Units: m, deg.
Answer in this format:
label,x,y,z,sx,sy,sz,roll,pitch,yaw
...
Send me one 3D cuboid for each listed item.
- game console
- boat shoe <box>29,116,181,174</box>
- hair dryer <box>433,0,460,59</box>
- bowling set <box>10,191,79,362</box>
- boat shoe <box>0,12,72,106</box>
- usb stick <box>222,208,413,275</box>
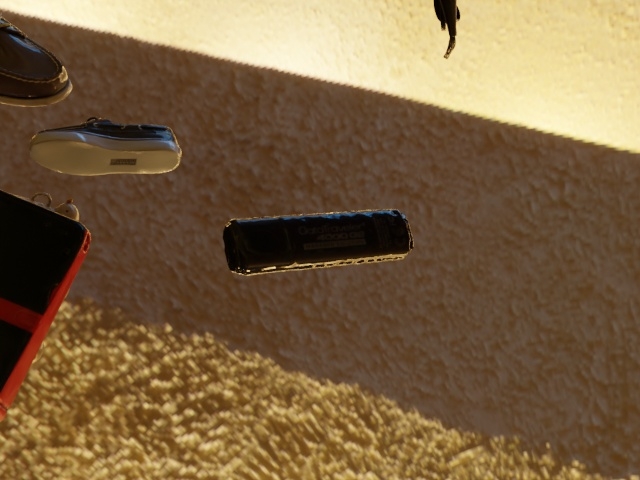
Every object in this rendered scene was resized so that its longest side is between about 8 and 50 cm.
label,x,y,z,sx,sy,sz,roll,pitch,yaw
game console,-0.562,0.062,1.600,0.386,0.060,0.342,22,-111,4
boat shoe,-0.324,-0.151,1.729,0.228,0.080,0.076,-1,-127,-20
hair dryer,0.170,-0.408,1.516,0.080,0.293,0.223,-17,-123,-8
bowling set,-0.457,0.075,1.742,0.154,0.200,0.287,7,-81,-14
boat shoe,-0.519,-0.302,1.737,0.324,0.096,0.116,26,-134,18
usb stick,0.000,0.000,1.531,0.278,0.045,0.077,-5,-107,-30
